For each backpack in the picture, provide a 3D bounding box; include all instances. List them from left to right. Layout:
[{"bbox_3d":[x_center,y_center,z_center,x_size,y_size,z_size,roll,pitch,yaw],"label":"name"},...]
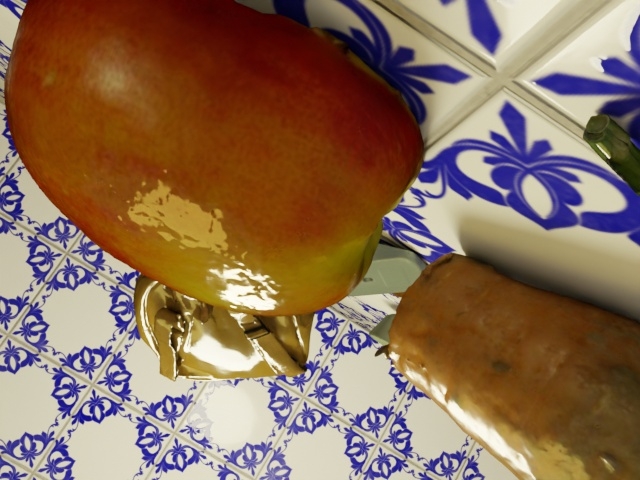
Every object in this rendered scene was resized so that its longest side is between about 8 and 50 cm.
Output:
[{"bbox_3d":[-0.168,0.130,0.932,0.353,0.201,0.378,-2,139,-7],"label":"backpack"}]

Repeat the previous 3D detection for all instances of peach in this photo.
[{"bbox_3d":[-0.119,-0.079,0.464,0.380,0.242,0.306,29,174,15],"label":"peach"}]

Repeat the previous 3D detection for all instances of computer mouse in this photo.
[{"bbox_3d":[0.075,0.043,0.867,0.231,0.079,0.128,-3,148,20],"label":"computer mouse"}]

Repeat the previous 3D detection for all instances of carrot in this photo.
[{"bbox_3d":[0.263,0.169,0.573,0.341,0.224,0.224,29,170,38],"label":"carrot"}]

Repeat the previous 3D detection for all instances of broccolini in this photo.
[{"bbox_3d":[0.260,0.013,0.313,0.254,0.057,0.071,31,127,-13],"label":"broccolini"}]

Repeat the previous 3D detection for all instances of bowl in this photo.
[{"bbox_3d":[0.255,0.278,1.406,0.211,0.112,0.211,30,171,5],"label":"bowl"}]

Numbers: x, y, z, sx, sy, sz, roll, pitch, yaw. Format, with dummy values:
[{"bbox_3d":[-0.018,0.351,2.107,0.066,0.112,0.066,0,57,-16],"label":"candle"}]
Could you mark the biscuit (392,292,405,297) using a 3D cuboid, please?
[{"bbox_3d":[0.171,0.088,0.977,0.138,0.031,0.205,35,170,-20],"label":"biscuit"}]
